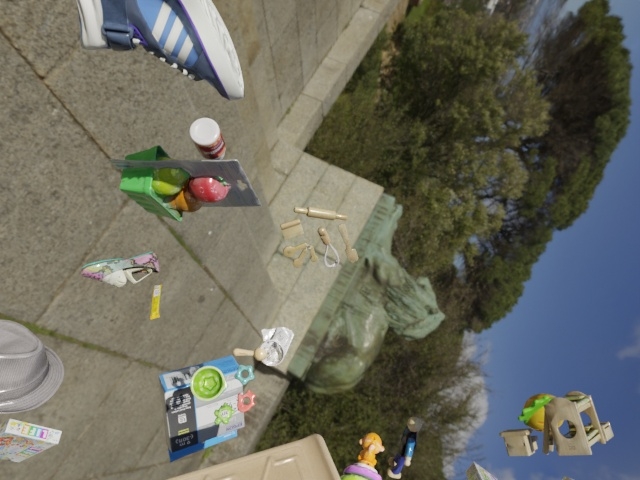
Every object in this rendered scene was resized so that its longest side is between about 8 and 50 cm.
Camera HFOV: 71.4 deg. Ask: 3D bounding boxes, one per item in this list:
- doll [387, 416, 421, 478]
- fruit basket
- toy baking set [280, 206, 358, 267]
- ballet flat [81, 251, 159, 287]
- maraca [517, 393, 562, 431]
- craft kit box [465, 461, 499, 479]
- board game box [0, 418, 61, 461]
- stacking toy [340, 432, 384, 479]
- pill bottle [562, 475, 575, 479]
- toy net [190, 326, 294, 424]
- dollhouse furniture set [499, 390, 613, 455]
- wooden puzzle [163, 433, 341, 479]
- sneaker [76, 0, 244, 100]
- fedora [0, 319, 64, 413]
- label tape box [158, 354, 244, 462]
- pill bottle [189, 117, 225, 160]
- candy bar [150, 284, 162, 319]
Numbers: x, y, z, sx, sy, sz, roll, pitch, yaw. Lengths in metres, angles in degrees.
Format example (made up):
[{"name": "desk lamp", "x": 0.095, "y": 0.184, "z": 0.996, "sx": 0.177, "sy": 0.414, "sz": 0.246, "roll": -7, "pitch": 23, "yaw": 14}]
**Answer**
[{"name": "doll", "x": 0.230, "y": 0.550, "z": 1.190, "sx": 0.129, "sy": 0.046, "sz": 0.188, "roll": -54, "pitch": 162, "yaw": -67}, {"name": "fruit basket", "x": -0.378, "y": -0.173, "z": 1.318, "sx": 0.327, "sy": 0.354, "sz": 0.165, "roll": 73, "pitch": 12, "yaw": -72}, {"name": "toy baking set", "x": 0.000, "y": -0.006, "z": 1.326, "sx": 0.030, "sy": 0.257, "sz": 0.196, "roll": -115, "pitch": -148, "yaw": -59}, {"name": "ballet flat", "x": -0.529, "y": 0.084, "z": 1.211, "sx": 0.077, "sy": 0.079, "sz": 0.222, "roll": -32, "pitch": 171, "yaw": 30}, {"name": "maraca", "x": 0.636, "y": 0.493, "z": 1.283, "sx": 0.186, "sy": 0.099, "sz": 0.127, "roll": 31, "pitch": 105, "yaw": -39}, {"name": "craft kit box", "x": 0.584, "y": 0.831, "z": 1.368, "sx": 0.060, "sy": 0.247, "sz": 0.250, "roll": -58, "pitch": 174, "yaw": 3}, {"name": "board game box", "x": -0.618, "y": 0.407, "z": 0.900, "sx": 0.154, "sy": 0.103, "sz": 0.026, "roll": -30, "pitch": -137, "yaw": 25}, {"name": "stacking toy", "x": 0.097, "y": 0.632, "z": 1.125, "sx": 0.165, "sy": 0.175, "sz": 0.301, "roll": 91, "pitch": 17, "yaw": -44}, {"name": "pill bottle", "x": 0.581, "y": 0.688, "z": 1.037, "sx": 0.229, "sy": 0.131, "sz": 0.131, "roll": -60, "pitch": 166, "yaw": -15}, {"name": "toy net", "x": -0.144, "y": 0.268, "z": 0.920, "sx": 0.232, "sy": 0.122, "sz": 0.045, "roll": -34, "pitch": 164, "yaw": -15}, {"name": "dollhouse furniture set", "x": 0.480, "y": 0.371, "z": 0.921, "sx": 0.182, "sy": 0.161, "sz": 0.101, "roll": 11, "pitch": 64, "yaw": -46}, {"name": "wooden puzzle", "x": -0.107, "y": 0.543, "z": 0.786, "sx": 0.348, "sy": 0.322, "sz": 0.080, "roll": -11, "pitch": 126, "yaw": -19}, {"name": "sneaker", "x": -0.306, "y": -0.372, "z": 0.821, "sx": 0.322, "sy": 0.237, "sz": 0.130, "roll": 62, "pitch": 14, "yaw": -47}, {"name": "fedora", "x": -0.763, "y": 0.279, "z": 1.063, "sx": 0.243, "sy": 0.276, "sz": 0.124, "roll": -83, "pitch": -167, "yaw": -65}, {"name": "label tape box", "x": -0.388, "y": 0.586, "z": 1.489, "sx": 0.249, "sy": 0.115, "sz": 0.347, "roll": -10, "pitch": 109, "yaw": -28}, {"name": "pill bottle", "x": -0.329, "y": -0.292, "z": 1.323, "sx": 0.086, "sy": 0.086, "sz": 0.152, "roll": -61, "pitch": 175, "yaw": -12}, {"name": "candy bar", "x": -0.672, "y": 0.247, "z": 1.823, "sx": 0.018, "sy": 0.040, "sz": 0.161, "roll": 69, "pitch": 9, "yaw": -52}]
